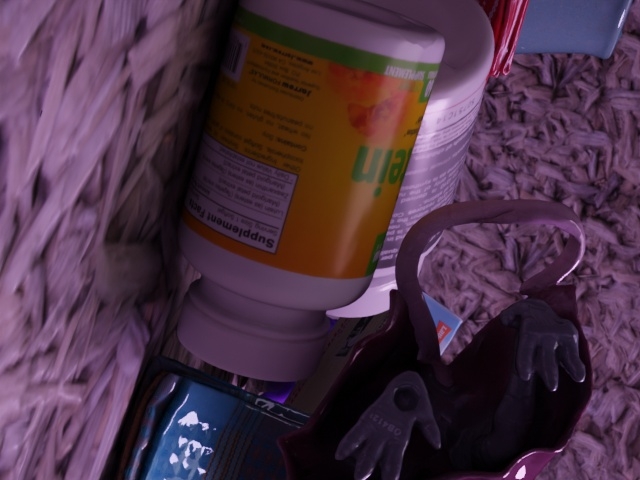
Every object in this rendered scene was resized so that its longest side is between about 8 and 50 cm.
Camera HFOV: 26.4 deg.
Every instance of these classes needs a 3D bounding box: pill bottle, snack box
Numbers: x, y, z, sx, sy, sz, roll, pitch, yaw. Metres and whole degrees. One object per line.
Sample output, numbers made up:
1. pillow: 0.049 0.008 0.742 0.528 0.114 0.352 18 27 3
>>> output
1. pill bottle: -0.016 -0.037 0.904 0.136 0.136 0.245 -46 154 -73
2. pill bottle: 0.036 -0.072 1.115 0.283 0.161 0.161 100 12 -49
3. snack box: -0.005 0.192 1.261 0.322 0.060 0.187 -56 -169 -13

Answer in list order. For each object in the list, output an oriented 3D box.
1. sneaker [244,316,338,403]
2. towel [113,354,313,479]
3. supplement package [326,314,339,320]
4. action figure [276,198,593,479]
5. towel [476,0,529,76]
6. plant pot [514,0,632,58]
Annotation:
1. sneaker: 0.012 0.131 1.485 0.293 0.146 0.102 -12 120 -82
2. towel: -0.085 0.296 1.035 0.271 0.040 0.370 27 76 -49
3. supplement package: 0.020 0.178 1.701 0.139 0.134 0.244 79 30 -76
4. action figure: 0.057 0.169 1.007 0.370 0.248 0.275 95 -1 -61
5. towel: 0.112 -0.285 1.110 0.275 0.031 0.199 -115 -153 -43
6. plant pot: 0.202 -0.308 1.379 0.271 0.255 0.271 18 90 -82
